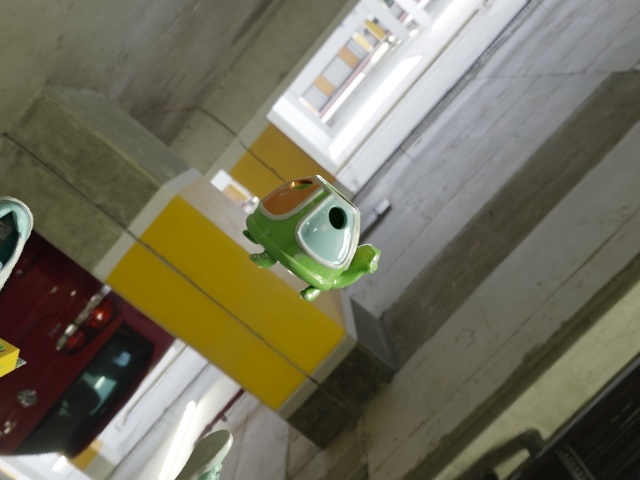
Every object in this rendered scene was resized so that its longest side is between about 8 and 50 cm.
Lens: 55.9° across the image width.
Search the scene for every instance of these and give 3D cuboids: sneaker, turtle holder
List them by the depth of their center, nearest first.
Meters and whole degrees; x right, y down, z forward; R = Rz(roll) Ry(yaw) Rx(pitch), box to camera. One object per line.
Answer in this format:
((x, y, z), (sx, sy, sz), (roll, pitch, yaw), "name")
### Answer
((-0.542, 0.057, 0.927), (0.122, 0.110, 0.283), (1, -113, 60), "sneaker")
((-0.005, -0.001, 1.391), (0.227, 0.320, 0.243), (-50, -177, 7), "turtle holder")
((-0.304, 0.658, 1.707), (0.256, 0.151, 0.094), (-51, -147, -2), "sneaker")

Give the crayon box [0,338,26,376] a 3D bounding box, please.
((-1.064, 0.350, 1.792), (0.083, 0.203, 0.323), (-67, 170, 18), "crayon box")
